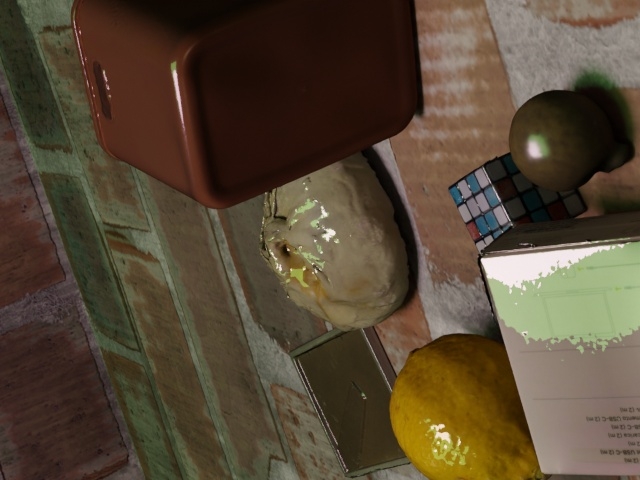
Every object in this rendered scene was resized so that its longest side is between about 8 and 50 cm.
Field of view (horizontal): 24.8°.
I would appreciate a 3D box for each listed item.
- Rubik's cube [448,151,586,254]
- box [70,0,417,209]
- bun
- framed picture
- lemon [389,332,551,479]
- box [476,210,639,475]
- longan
[{"bbox_3d":[0.209,-0.044,1.554,0.092,0.092,0.092,64,156,5],"label":"Rubik's cube"},{"bbox_3d":[-0.078,-0.211,1.710,0.229,0.339,0.239,32,138,48],"label":"box"},{"bbox_3d":[0.000,0.000,1.964,0.287,0.146,0.287,49,153,36],"label":"bun"},{"bbox_3d":[0.054,0.246,2.222,0.232,0.024,0.315,65,155,4],"label":"framed picture"},{"bbox_3d":[0.182,0.209,1.722,0.256,0.188,0.188,43,147,44],"label":"lemon"},{"bbox_3d":[0.290,0.101,1.418,0.203,0.106,0.252,-8,105,38],"label":"box"},{"bbox_3d":[0.245,-0.096,1.441,0.119,0.106,0.106,17,142,4],"label":"longan"}]
